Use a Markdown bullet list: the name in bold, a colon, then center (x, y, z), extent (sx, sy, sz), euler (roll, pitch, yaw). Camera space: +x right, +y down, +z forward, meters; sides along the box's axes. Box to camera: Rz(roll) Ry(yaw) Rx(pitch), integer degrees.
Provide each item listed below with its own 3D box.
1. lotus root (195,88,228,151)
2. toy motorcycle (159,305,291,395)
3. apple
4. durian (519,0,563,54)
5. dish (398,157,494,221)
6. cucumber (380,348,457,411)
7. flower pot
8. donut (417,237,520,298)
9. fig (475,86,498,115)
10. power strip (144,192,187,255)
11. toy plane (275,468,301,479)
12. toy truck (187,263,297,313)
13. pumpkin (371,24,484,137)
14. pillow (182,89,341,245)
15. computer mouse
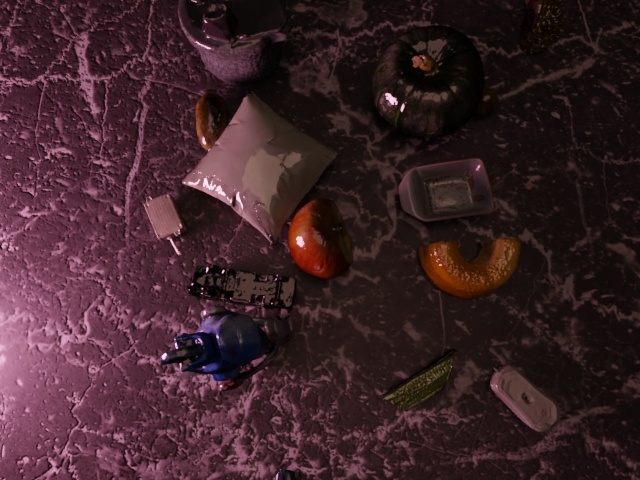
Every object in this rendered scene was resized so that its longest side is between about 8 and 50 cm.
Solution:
- **lotus root**: center (-0.297, -0.330, 1.297), extent (0.089, 0.080, 0.179), euler (-4, 79, 0)
- **toy motorcycle**: center (-0.191, 0.210, 1.051), extent (0.241, 0.319, 0.182), euler (-43, 77, -1)
- **apple**: center (0.000, 0.000, 1.170), extent (0.160, 0.173, 0.195), euler (-14, 73, -5)
- **durian**: center (0.640, -0.631, 1.338), extent (0.119, 0.108, 0.187), euler (11, 77, 4)
- **dish**: center (0.322, -0.123, 1.249), extent (0.234, 0.064, 0.154), euler (-8, 77, -2)
- **cucumber**: center (0.253, 0.347, 1.153), extent (0.220, 0.046, 0.070), euler (-31, 81, -4)
- **flower pot**: center (-0.208, -0.585, 1.252), extent (0.299, 0.283, 0.299), euler (0, 76, 1)
- **donut**: center (0.388, 0.072, 1.194), extent (0.259, 0.101, 0.152), euler (-4, 83, -4)
- **fig**: center (0.448, -0.388, 1.308), extent (0.074, 0.074, 0.088), euler (-15, 56, -3)
- **power strip**: center (-0.401, -0.041, 1.252), extent (0.075, 0.042, 0.175), euler (-24, 79, -4)
- **toy plane**: center (-0.072, 0.613, 1.073), extent (0.060, 0.096, 0.235), euler (-5, 95, 2)
- **toy truck**: center (-0.188, 0.118, 1.172), extent (0.259, 0.121, 0.088), euler (8, 76, 3)
- **pumpkin**: center (0.283, -0.421, 1.245), extent (0.300, 0.207, 0.300), euler (-2, 72, 7)
- **pillow**: center (-0.154, -0.194, 1.242), extent (0.312, 0.119, 0.310), euler (35, 86, 5)
- **computer mouse**: center (0.481, 0.374, 1.137), extent (0.089, 0.056, 0.181), euler (-42, 73, -13)
